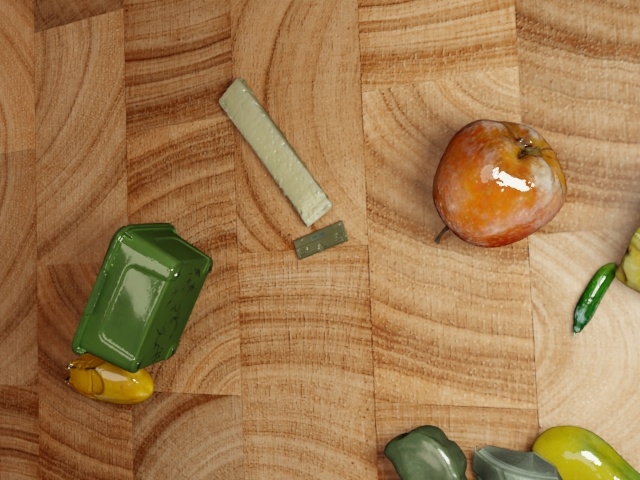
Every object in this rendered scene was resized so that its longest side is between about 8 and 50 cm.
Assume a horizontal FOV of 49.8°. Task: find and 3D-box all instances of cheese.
[{"bbox_3d":[-0.108,-0.207,1.575,0.085,0.034,0.400,-41,72,20],"label":"cheese"}]

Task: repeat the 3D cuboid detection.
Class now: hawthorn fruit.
[{"bbox_3d":[0.316,-0.090,1.244,0.231,0.235,0.262,22,96,27],"label":"hawthorn fruit"}]

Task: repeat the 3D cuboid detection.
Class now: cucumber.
[{"bbox_3d":[0.493,0.106,1.258,0.037,0.037,0.155,29,100,25],"label":"cucumber"}]

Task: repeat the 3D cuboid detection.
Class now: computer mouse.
[{"bbox_3d":[0.349,0.447,1.248,0.231,0.071,0.126,-7,102,58],"label":"computer mouse"}]

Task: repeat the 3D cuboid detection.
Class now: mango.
[{"bbox_3d":[-0.508,0.333,1.687,0.252,0.126,0.153,10,131,28],"label":"mango"},{"bbox_3d":[0.484,0.429,1.219,0.237,0.091,0.137,45,114,22],"label":"mango"}]

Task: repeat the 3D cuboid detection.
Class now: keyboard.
[{"bbox_3d":[0.000,0.000,1.523,0.129,0.015,0.049,-23,73,24],"label":"keyboard"}]

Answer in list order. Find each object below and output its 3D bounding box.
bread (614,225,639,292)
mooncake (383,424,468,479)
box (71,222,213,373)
[{"bbox_3d":[0.632,0.030,1.105,0.252,0.196,0.238,27,99,28],"label":"bread"},{"bbox_3d":[0.206,0.453,1.351,0.169,0.104,0.175,11,95,23],"label":"mooncake"},{"bbox_3d":[-0.400,0.134,1.595,0.178,0.253,0.328,25,100,16],"label":"box"}]
